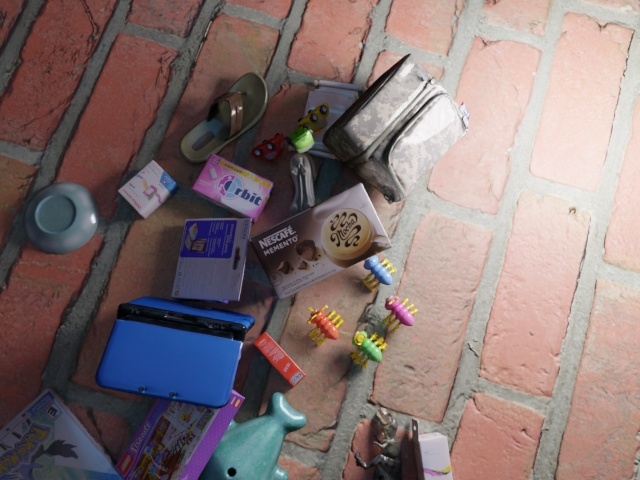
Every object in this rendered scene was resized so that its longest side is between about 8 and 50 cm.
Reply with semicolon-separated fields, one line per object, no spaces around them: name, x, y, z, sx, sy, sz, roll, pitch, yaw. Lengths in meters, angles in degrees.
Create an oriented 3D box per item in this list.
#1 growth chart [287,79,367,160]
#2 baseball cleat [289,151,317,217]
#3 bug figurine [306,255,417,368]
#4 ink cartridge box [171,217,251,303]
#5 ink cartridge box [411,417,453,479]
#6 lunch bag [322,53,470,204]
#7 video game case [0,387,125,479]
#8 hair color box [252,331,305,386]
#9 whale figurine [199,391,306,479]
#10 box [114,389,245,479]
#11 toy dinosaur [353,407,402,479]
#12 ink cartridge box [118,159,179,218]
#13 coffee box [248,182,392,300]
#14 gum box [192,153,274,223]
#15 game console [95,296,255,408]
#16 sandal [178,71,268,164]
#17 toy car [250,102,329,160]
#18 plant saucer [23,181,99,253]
growth chart;0.027;-0.326;1.605;0.172;0.021;0.237;17;77;3
baseball cleat;-0.035;-0.125;1.533;0.072;0.109;0.205;7;107;18
bug figurine;0.111;0.173;1.463;0.216;0.072;0.279;44;80;9
ink cartridge box;-0.257;0.048;1.458;0.208;0.045;0.206;0;74;29
ink cartridge box;0.256;0.507;1.364;0.067;0.115;0.198;-6;78;-1
lunch bag;0.200;-0.275;1.507;0.256;0.212;0.305;45;78;-11
video game case;-0.661;0.565;1.380;0.329;0.036;0.300;-43;81;-10
hair color box;-0.098;0.286;1.434;0.043;0.072;0.141;-43;80;-10
whale figurine;-0.156;0.474;1.352;0.216;0.141;0.272;44;83;9
box;-0.319;0.436;1.349;0.201;0.057;0.293;20;74;44
toy dinosaur;0.143;0.532;1.388;0.118;0.064;0.268;-9;80;-10
ink cartridge box;-0.442;-0.130;1.538;0.088;0.052;0.122;44;81;9
coffee box;0.000;0.000;1.435;0.297;0.119;0.168;-25;95;4
gum box;-0.227;-0.134;1.535;0.188;0.062;0.107;26;78;5
game console;-0.320;0.245;1.369;0.293;0.250;0.173;11;91;2
sandal;-0.248;-0.321;1.566;0.120;0.086;0.302;39;79;8
toy car;-0.057;-0.254;1.488;0.239;0.225;0.053;-34;110;0
plant saucer;-0.669;-0.063;1.527;0.195;0.037;0.194;0;76;0
